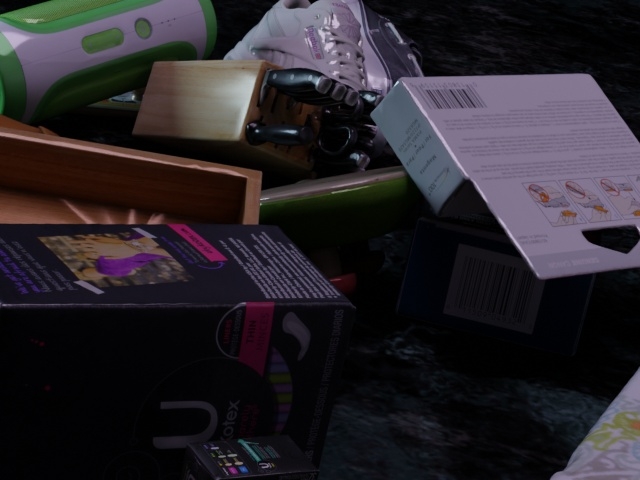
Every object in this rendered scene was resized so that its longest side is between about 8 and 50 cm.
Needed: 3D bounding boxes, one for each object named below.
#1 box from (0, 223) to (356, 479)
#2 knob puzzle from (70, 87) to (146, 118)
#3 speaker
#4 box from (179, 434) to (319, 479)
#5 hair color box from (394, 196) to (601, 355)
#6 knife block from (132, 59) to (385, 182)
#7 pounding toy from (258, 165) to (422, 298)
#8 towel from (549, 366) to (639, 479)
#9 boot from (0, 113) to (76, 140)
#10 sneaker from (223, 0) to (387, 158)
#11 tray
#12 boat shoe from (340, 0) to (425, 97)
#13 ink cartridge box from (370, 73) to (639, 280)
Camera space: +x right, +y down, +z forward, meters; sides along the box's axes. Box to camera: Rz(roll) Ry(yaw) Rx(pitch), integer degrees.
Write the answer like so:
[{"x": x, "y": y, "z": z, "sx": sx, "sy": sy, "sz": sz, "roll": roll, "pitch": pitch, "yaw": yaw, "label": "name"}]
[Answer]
[{"x": -0.135, "y": 0.087, "z": 1.409, "sx": 0.270, "sy": 0.165, "sz": 0.143, "roll": 0, "pitch": 25, "yaw": -26, "label": "box"}, {"x": -0.263, "y": -0.189, "z": 2.206, "sx": 0.213, "sy": 0.030, "sz": 0.213, "roll": 10, "pitch": 22, "yaw": -4, "label": "knob puzzle"}, {"x": -0.253, "y": -0.206, "z": 2.077, "sx": 0.131, "sy": 0.131, "sz": 0.296, "roll": 28, "pitch": 36, "yaw": 35, "label": "speaker"}, {"x": -0.053, "y": 0.178, "z": 1.368, "sx": 0.083, "sy": 0.062, "sz": 0.052, "roll": -2, "pitch": 27, "yaw": -30, "label": "box"}, {"x": 0.184, "y": -0.016, "z": 1.910, "sx": 0.173, "sy": 0.105, "sz": 0.347, "roll": 14, "pitch": 21, "yaw": 3, "label": "hair color box"}, {"x": -0.070, "y": -0.132, "z": 1.947, "sx": 0.275, "sy": 0.088, "sz": 0.242, "roll": 16, "pitch": -8, "yaw": 9, "label": "knife block"}, {"x": 0.000, "y": 0.000, "z": 1.818, "sx": 0.183, "sy": 0.110, "sz": 0.237, "roll": -13, "pitch": 5, "yaw": -34, "label": "pounding toy"}, {"x": 0.367, "y": 0.203, "z": 1.497, "sx": 0.320, "sy": 0.090, "sz": 0.374, "roll": 17, "pitch": 22, "yaw": 20, "label": "towel"}, {"x": -0.300, "y": -0.095, "z": 1.843, "sx": 0.220, "sy": 0.109, "sz": 0.283, "roll": 1, "pitch": 27, "yaw": -20, "label": "boot"}, {"x": -0.002, "y": -0.195, "z": 2.174, "sx": 0.114, "sy": 0.152, "sz": 0.305, "roll": 34, "pitch": 6, "yaw": -39, "label": "sneaker"}, {"x": -0.261, "y": -0.003, "z": 1.622, "sx": 0.410, "sy": 0.076, "sz": 0.203, "roll": 10, "pitch": 41, "yaw": -7, "label": "tray"}, {"x": 0.071, "y": -0.217, "z": 2.344, "sx": 0.102, "sy": 0.108, "sz": 0.301, "roll": 6, "pitch": 25, "yaw": -15, "label": "boat shoe"}, {"x": 0.211, "y": -0.050, "z": 1.788, "sx": 0.275, "sy": 0.060, "sz": 0.239, "roll": -5, "pitch": 55, "yaw": -43, "label": "ink cartridge box"}]
